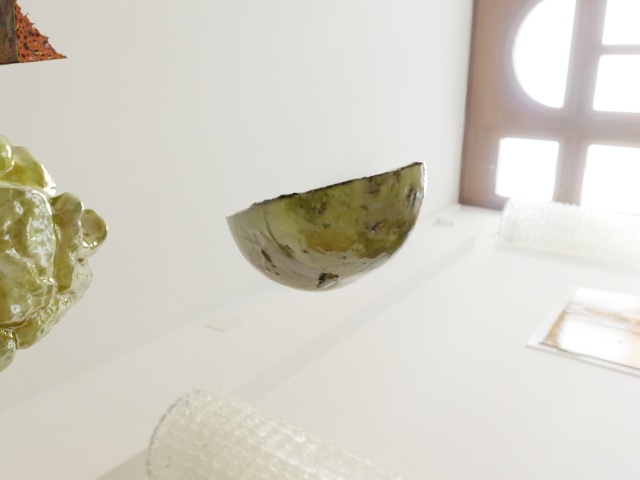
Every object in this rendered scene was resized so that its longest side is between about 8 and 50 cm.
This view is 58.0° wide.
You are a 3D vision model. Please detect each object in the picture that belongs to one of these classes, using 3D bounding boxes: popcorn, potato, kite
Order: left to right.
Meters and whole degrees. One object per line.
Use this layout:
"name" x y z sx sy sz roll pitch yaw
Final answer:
"popcorn" -0.254 0.012 0.373 0.187 0.185 0.167 -51 -4 0
"kite" -0.367 -0.235 0.637 0.125 0.222 0.008 -44 -12 28
"potato" 0.000 0.000 0.611 0.160 0.272 0.111 -17 -86 -29
